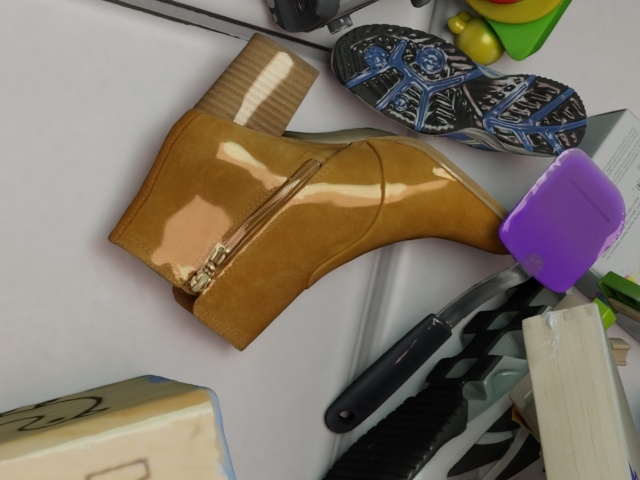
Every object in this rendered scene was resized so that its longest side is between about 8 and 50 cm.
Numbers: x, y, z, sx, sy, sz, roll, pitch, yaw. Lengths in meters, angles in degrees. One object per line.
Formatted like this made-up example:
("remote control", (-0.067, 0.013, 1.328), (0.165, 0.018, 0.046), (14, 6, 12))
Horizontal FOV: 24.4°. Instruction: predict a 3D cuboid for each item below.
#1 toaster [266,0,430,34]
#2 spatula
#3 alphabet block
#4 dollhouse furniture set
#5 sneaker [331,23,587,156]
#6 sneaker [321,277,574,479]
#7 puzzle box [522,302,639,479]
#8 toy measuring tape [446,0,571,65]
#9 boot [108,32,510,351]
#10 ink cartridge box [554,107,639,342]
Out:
("toaster", (0.014, -0.279, 1.136), (0.146, 0.129, 0.227), (-21, 93, -22))
("spatula", (0.114, 0.053, 1.155), (0.296, 0.030, 0.084), (-42, 109, 14))
("alphabet block", (-0.167, 0.212, 1.029), (0.197, 0.192, 0.193), (-14, 91, -20))
("dollhouse furniture set", (0.198, 0.092, 1.146), (0.151, 0.058, 0.076), (-45, 122, -11))
("sneaker", (0.103, -0.111, 1.186), (0.211, 0.081, 0.080), (20, 82, -12))
("sneaker", (0.121, 0.180, 1.162), (0.330, 0.122, 0.146), (-42, 106, -19))
("puzzle box", (0.218, 0.251, 1.030), (0.052, 0.409, 0.272), (-12, 57, 13))
("toy measuring tape", (0.187, -0.277, 1.146), (0.121, 0.121, 0.330), (21, 122, -17))
("boot", (0.000, 0.000, 1.150), (0.295, 0.104, 0.211), (32, 89, -19))
("ink cartridge box", (0.267, -0.005, 1.243), (0.175, 0.072, 0.127), (40, 77, -14))
